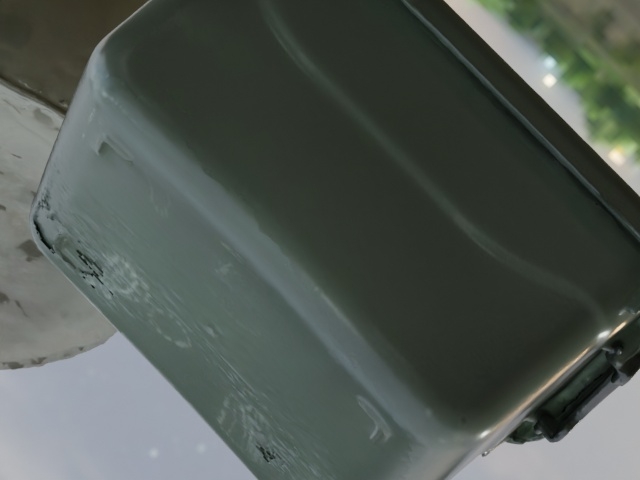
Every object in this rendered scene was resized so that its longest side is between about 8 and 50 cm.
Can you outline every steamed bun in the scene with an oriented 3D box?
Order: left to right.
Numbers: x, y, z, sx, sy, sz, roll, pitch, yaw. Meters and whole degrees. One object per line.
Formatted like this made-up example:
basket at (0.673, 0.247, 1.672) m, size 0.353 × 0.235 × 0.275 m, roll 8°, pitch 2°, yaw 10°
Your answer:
steamed bun at (-0.217, -0.081, 1.176) m, size 0.324 × 0.324 × 0.206 m, roll 40°, pitch -141°, yaw -31°

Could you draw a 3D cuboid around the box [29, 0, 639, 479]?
box at (0.000, 0.000, 0.548) m, size 0.172 × 0.093 × 0.124 m, roll 45°, pitch 148°, yaw 8°
